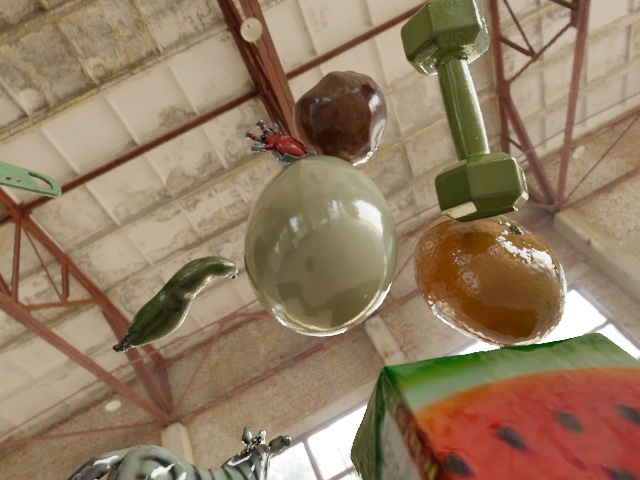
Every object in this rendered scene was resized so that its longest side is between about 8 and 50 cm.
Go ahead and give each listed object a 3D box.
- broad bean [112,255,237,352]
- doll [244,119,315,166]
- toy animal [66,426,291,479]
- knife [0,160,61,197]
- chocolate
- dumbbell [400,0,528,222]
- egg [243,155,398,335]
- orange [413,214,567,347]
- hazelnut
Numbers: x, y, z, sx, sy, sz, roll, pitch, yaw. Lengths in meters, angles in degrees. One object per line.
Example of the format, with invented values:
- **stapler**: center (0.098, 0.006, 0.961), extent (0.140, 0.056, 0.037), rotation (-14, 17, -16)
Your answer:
- **broad bean**: center (-0.218, 0.093, 0.721), extent (0.213, 0.048, 0.070), rotation (-37, -55, -2)
- **doll**: center (-0.049, -0.126, 0.678), extent (0.114, 0.057, 0.039), rotation (30, -65, 3)
- **toy animal**: center (-0.108, 0.216, 0.400), extent (0.073, 0.176, 0.217), rotation (-19, -48, 30)
- **knife**: center (-0.327, -0.073, 0.406), extent (0.207, 0.030, 0.014), rotation (17, -46, -21)
- **chocolate**: center (0.249, 0.251, 0.480), extent (0.360, 0.341, 0.161), rotation (-5, -66, -14)
- **dumbbell**: center (0.194, -0.179, 0.668), extent (0.108, 0.302, 0.121), rotation (-16, -12, 28)
- **egg**: center (0.000, 0.000, 0.599), extent (0.186, 0.242, 0.186), rotation (-1, -44, -1)
- **orange**: center (0.263, 0.052, 0.756), extent (0.240, 0.240, 0.171), rotation (9, -57, -35)
- **hazelnut**: center (0.036, -0.181, 0.738), extent (0.154, 0.143, 0.143), rotation (-40, -32, -39)
